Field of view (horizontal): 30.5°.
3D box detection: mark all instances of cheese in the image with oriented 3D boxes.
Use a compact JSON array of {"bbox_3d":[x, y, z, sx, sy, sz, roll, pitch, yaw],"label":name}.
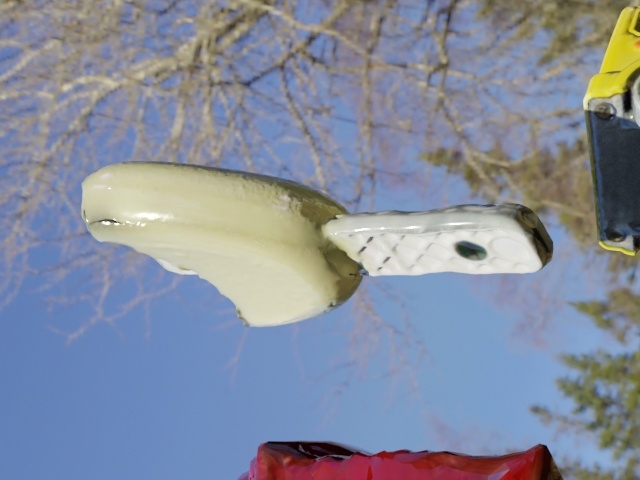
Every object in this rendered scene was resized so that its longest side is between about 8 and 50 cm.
[{"bbox_3d":[0.000,0.001,0.589,0.127,0.235,0.050,50,-133,-42],"label":"cheese"}]

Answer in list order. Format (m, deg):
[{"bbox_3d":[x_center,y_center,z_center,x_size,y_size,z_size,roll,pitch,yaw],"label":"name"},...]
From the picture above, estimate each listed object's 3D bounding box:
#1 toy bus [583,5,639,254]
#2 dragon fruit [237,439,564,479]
[{"bbox_3d":[0.331,-0.060,0.683,0.152,0.330,0.144,-64,-31,-41],"label":"toy bus"},{"bbox_3d":[0.064,0.216,0.499,0.240,0.330,0.302,6,-92,-19],"label":"dragon fruit"}]
